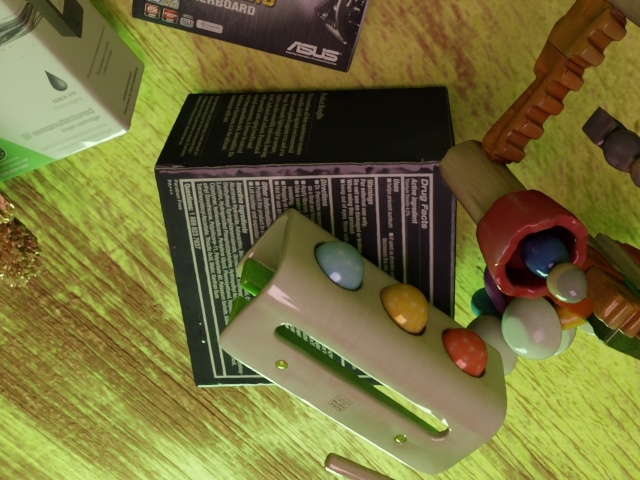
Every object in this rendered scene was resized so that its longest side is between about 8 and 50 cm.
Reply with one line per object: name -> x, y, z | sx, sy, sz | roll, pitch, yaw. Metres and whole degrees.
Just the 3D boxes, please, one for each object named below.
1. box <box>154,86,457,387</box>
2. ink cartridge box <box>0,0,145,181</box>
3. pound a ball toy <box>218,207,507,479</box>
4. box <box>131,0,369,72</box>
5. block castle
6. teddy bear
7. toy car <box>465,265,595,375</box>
box -> 0.000, 0.000, 1.036 | 0.294, 0.182, 0.296 | 0, 124, 6
ink cartridge box -> -0.340, -0.201, 0.929 | 0.198, 0.114, 0.273 | -17, 137, 23
pound a ball toy -> 0.067, 0.128, 0.885 | 0.319, 0.208, 0.136 | 35, 120, -17
box -> -0.059, -0.283, 0.922 | 0.231, 0.056, 0.183 | 14, 126, -4
block castle -> 0.360, -0.030, 0.857 | 0.453, 0.212, 0.303 | 22, 116, -35
teddy bear -> -0.424, -0.034, 1.015 | 0.113, 0.338, 0.245 | -51, 125, -13
toy car -> 0.245, 0.072, 1.094 | 0.159, 0.136, 0.182 | -14, 166, -34
